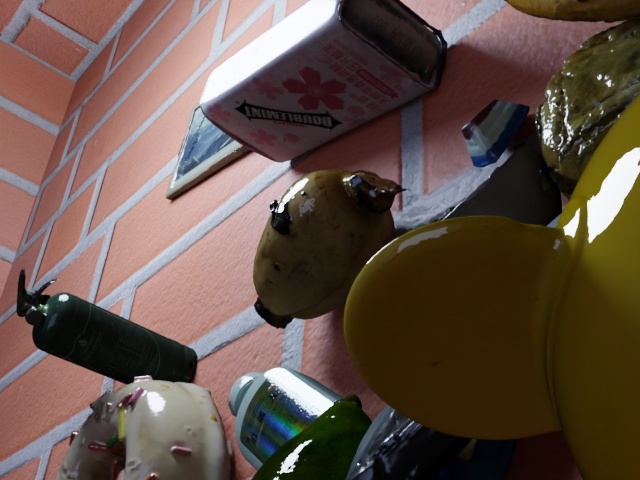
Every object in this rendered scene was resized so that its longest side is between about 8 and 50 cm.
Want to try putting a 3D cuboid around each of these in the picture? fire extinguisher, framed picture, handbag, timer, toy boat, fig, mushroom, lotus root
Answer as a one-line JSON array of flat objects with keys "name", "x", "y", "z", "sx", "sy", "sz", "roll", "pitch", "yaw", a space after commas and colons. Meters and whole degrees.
[{"name": "fire extinguisher", "x": -0.338, "y": 0.148, "z": 1.254, "sx": 0.114, "sy": 0.311, "sz": 0.095, "roll": -59, "pitch": 31, "yaw": 4}, {"name": "framed picture", "x": -0.202, "y": -0.237, "z": 1.668, "sx": 0.335, "sy": 0.022, "sz": 0.247, "roll": -23, "pitch": 46, "yaw": 48}, {"name": "handbag", "x": 0.137, "y": 0.087, "z": 0.636, "sx": 0.075, "sy": 0.191, "sz": 0.332, "roll": 44, "pitch": 100, "yaw": 14}, {"name": "timer", "x": 0.245, "y": 0.059, "z": 0.394, "sx": 0.387, "sy": 0.376, "sz": 0.376, "roll": -36, "pitch": 38, "yaw": 33}, {"name": "toy boat", "x": 0.177, "y": -0.114, "z": 0.837, "sx": 0.080, "sy": 0.046, "sz": 0.229, "roll": -43, "pitch": -2, "yaw": 23}, {"name": "fig", "x": 0.004, "y": 0.251, "z": 0.761, "sx": 0.195, "sy": 0.195, "sz": 0.245, "roll": -28, "pitch": 48, "yaw": 44}, {"name": "mushroom", "x": 0.164, "y": -0.002, "z": 0.810, "sx": 0.188, "sy": 0.141, "sz": 0.117, "roll": -42, "pitch": 76, "yaw": 44}, {"name": "lotus root", "x": 0.000, "y": 0.000, "z": 1.019, "sx": 0.257, "sy": 0.154, "sz": 0.140, "roll": -51, "pitch": 37, "yaw": 24}]

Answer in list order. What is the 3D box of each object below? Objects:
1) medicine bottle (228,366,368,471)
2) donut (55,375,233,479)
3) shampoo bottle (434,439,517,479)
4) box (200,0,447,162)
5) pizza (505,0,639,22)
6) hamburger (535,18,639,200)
[{"name": "medicine bottle", "x": -0.037, "y": 0.219, "z": 0.960, "sx": 0.229, "sy": 0.083, "sz": 0.121, "roll": 19, "pitch": 84, "yaw": 61}, {"name": "donut", "x": -0.273, "y": 0.370, "z": 1.138, "sx": 0.382, "sy": 0.142, "sz": 0.382, "roll": -38, "pitch": 37, "yaw": 36}, {"name": "shampoo bottle", "x": 0.145, "y": 0.171, "z": 0.751, "sx": 0.087, "sy": 0.050, "sz": 0.183, "roll": 4, "pitch": 69, "yaw": 55}, {"name": "box", "x": -0.006, "y": -0.239, "z": 1.201, "sx": 0.370, "sy": 0.190, "sz": 0.112, "roll": -19, "pitch": 50, "yaw": 51}, {"name": "pizza", "x": 0.331, "y": -0.302, "z": 0.738, "sx": 0.409, "sy": 0.114, "sz": 0.278, "roll": 11, "pitch": 55, "yaw": 52}, {"name": "hamburger", "x": 0.285, "y": -0.112, "z": 0.728, "sx": 0.183, "sy": 0.130, "sz": 0.206, "roll": -24, "pitch": 31, "yaw": 34}]
